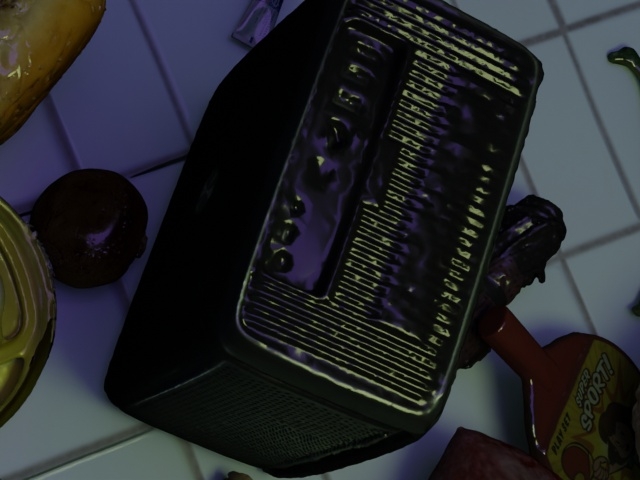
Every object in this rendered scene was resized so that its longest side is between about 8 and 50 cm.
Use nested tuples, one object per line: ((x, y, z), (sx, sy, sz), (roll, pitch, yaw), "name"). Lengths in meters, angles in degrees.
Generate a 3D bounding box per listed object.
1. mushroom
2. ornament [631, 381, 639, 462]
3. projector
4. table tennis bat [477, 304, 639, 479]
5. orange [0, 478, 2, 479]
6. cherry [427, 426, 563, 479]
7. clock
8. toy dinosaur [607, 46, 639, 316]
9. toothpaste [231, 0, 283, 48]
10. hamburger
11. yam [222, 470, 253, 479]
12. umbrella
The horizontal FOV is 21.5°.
((-0.233, -0.013, 1.685), (0.127, 0.087, 0.127), (1, 65, -1), "mushroom")
((0.455, 0.211, 1.794), (0.225, 0.259, 0.259), (-42, 95, 6), "ornament")
((0.000, 0.000, 1.589), (0.242, 0.405, 0.395), (26, 68, -15), "projector")
((0.271, 0.180, 1.819), (0.310, 0.038, 0.200), (46, 55, -29), "table tennis bat")
((-0.378, 0.264, 1.472), (0.240, 0.240, 0.171), (-1, 40, -23), "orange")
((0.189, 0.306, 1.718), (0.192, 0.175, 0.250), (-22, 84, -10), "cherry")
((-0.395, 0.069, 1.590), (0.293, 0.071, 0.277), (-17, 96, -30), "clock")
((0.487, -0.011, 1.979), (0.447, 0.087, 0.301), (29, 59, -6), "toy dinosaur")
((-0.049, -0.284, 1.852), (0.045, 0.028, 0.170), (29, 69, -21), "toothpaste")
((-0.322, -0.186, 1.604), (0.163, 0.244, 0.244), (37, 66, -14), "hamburger")
((-0.149, 0.335, 1.641), (0.046, 0.046, 0.264), (43, 65, -8), "yam")
((0.160, 0.076, 1.815), (0.094, 0.090, 0.326), (46, 65, -10), "umbrella")
